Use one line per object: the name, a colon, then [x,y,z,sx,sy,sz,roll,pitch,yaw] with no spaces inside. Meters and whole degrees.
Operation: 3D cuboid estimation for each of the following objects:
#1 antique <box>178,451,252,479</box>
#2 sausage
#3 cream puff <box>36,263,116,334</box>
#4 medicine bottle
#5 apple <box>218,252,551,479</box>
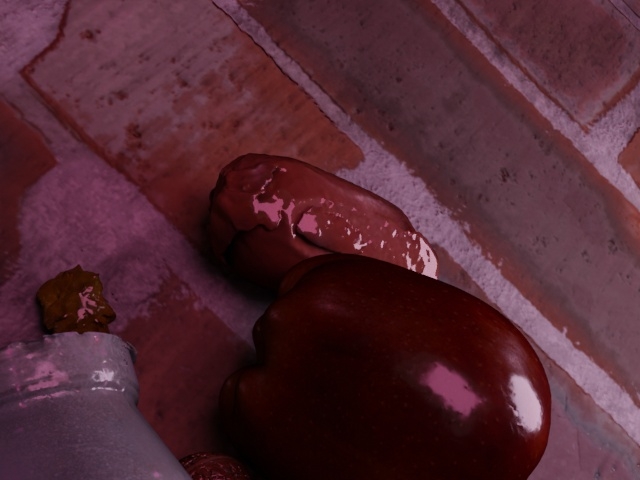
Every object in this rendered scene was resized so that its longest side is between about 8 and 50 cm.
antique: [-0.110,0.250,1.181,0.104,0.104,0.104,16,55,-24]
sausage: [0.000,0.000,1.367,0.280,0.152,0.152,23,53,-23]
cream puff: [-0.242,0.067,1.231,0.083,0.058,0.083,26,53,-15]
medicine bottle: [-0.213,0.245,1.024,0.245,0.245,0.290,-3,63,-34]
apple: [0.068,0.165,1.227,0.317,0.288,0.288,29,50,1]
